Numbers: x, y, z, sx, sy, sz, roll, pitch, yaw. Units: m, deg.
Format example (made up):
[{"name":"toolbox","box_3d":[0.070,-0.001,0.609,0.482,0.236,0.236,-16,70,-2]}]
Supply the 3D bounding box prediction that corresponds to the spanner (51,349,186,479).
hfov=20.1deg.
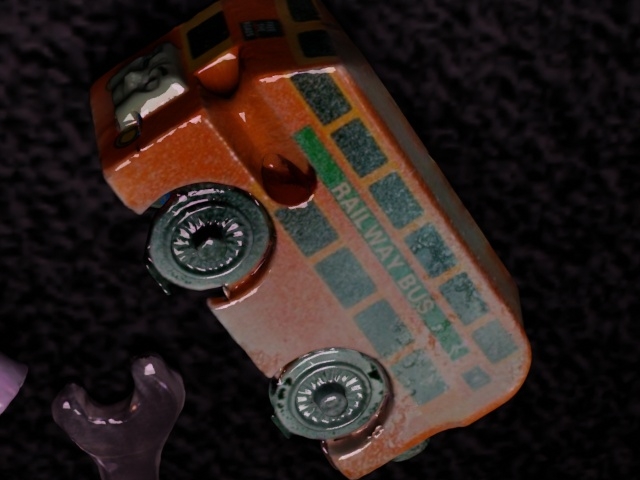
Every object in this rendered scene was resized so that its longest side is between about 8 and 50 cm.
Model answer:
[{"name":"spanner","box_3d":[-0.071,0.149,0.749,0.054,0.015,0.254,-6,124,-4]}]

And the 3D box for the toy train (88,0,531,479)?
[{"name":"toy train","box_3d":[0.000,0.000,0.633,0.099,0.072,0.188,-34,122,5]}]

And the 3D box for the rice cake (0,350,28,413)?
[{"name":"rice cake","box_3d":[-0.203,0.023,0.625,0.222,0.042,0.080,36,106,-27]}]
